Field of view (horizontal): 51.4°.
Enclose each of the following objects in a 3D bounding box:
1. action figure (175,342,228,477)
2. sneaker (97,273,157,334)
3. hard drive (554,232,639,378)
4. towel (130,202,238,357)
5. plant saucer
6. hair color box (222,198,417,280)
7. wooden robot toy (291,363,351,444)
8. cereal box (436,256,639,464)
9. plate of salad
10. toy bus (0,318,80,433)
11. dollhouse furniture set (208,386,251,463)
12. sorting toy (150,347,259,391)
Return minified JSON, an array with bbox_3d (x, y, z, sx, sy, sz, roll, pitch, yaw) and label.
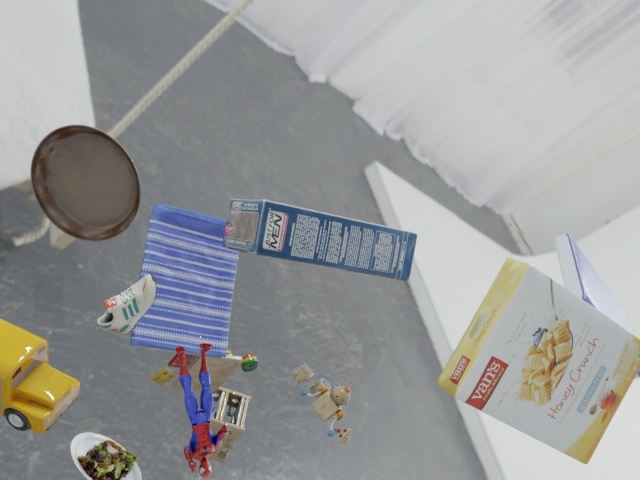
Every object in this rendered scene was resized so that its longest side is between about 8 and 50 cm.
[{"bbox_3d":[-0.244,0.366,1.381,0.092,0.139,0.280,-6,94,-22],"label":"action figure"},{"bbox_3d":[-0.409,0.132,1.398,0.075,0.161,0.057,20,29,-42],"label":"sneaker"},{"bbox_3d":[0.653,0.155,1.557,0.319,0.040,0.210,45,33,-29],"label":"hard drive"},{"bbox_3d":[-0.304,0.096,1.558,0.243,0.040,0.335,17,71,-35],"label":"towel"},{"bbox_3d":[-0.602,-0.150,1.729,0.310,0.311,0.050,51,21,-8],"label":"plant saucer"},{"bbox_3d":[0.000,0.000,1.328,0.348,0.174,0.105,12,88,-28],"label":"hair color box"},{"bbox_3d":[0.026,0.298,1.268,0.173,0.079,0.076,53,16,24],"label":"wooden robot toy"},{"bbox_3d":[0.272,0.148,0.794,0.240,0.172,0.047,29,-1,-26],"label":"cereal box"},{"bbox_3d":[-0.507,0.529,1.598,0.200,0.048,0.200,40,6,-5],"label":"plate of salad"},{"bbox_3d":[-0.586,0.202,1.150,0.333,0.130,0.108,23,33,8],"label":"toy bus"},{"bbox_3d":[-0.309,0.556,2.011,0.129,0.183,0.129,21,36,-10],"label":"dollhouse furniture set"},{"bbox_3d":[-0.292,0.316,1.652,0.275,0.132,0.046,16,33,-45],"label":"sorting toy"}]
